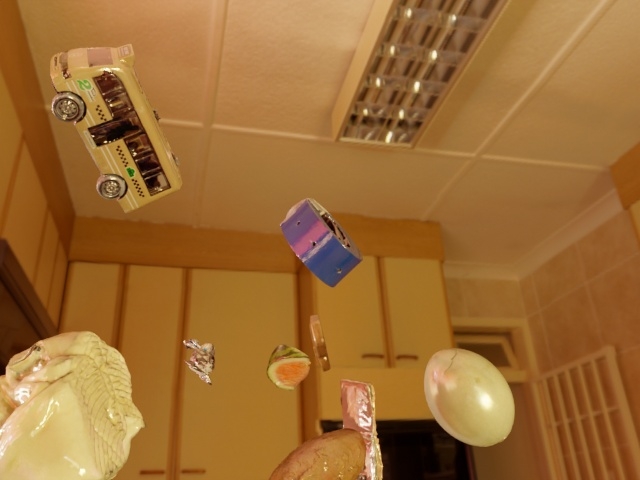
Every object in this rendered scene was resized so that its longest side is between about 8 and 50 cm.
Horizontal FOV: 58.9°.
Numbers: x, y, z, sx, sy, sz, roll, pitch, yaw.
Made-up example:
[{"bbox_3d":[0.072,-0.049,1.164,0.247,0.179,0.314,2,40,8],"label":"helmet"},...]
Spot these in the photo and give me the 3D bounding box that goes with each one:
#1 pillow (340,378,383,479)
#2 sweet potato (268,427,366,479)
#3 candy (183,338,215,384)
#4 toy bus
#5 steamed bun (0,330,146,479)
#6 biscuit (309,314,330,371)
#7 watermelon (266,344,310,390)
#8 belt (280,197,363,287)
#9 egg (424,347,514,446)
[{"bbox_3d":[0.084,0.415,1.209,0.043,0.232,0.126,2,-13,-31],"label":"pillow"},{"bbox_3d":[-0.037,0.396,0.882,0.109,0.109,0.385,-25,-1,38],"label":"sweet potato"},{"bbox_3d":[-0.295,0.291,1.380,0.094,0.051,0.226,25,1,-18],"label":"candy"},{"bbox_3d":[-0.367,-0.207,1.035,0.157,0.139,0.289,-22,-53,-8],"label":"toy bus"},{"bbox_3d":[-0.446,0.306,0.958,0.206,0.275,0.320,-22,2,-4],"label":"steamed bun"},{"bbox_3d":[-0.005,0.339,1.906,0.047,0.183,0.320,-10,0,0],"label":"biscuit"},{"bbox_3d":[-0.092,0.361,1.619,0.119,0.063,0.245,25,-40,3],"label":"watermelon"},{"bbox_3d":[0.000,0.000,1.550,0.212,0.347,0.117,42,-81,-17],"label":"belt"},{"bbox_3d":[0.344,0.364,1.324,0.186,0.253,0.186,-39,2,2],"label":"egg"}]
